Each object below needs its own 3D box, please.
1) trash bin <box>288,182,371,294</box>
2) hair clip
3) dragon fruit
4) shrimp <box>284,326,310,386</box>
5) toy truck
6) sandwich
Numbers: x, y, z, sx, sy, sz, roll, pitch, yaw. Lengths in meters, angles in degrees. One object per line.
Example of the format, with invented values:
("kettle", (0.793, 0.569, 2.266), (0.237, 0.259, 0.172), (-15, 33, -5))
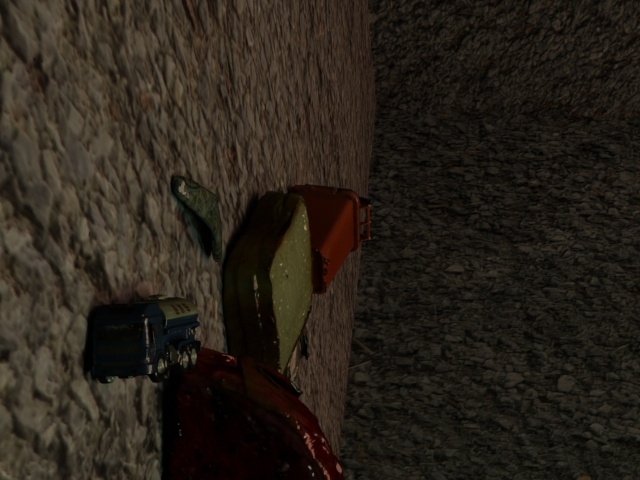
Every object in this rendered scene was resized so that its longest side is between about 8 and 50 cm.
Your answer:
("trash bin", (0.000, 0.000, 1.764), (0.239, 0.184, 0.161), (-66, 158, -52))
("hair clip", (-0.157, -0.031, 1.139), (0.229, 0.036, 0.066), (74, 15, -67))
("dragon fruit", (-0.129, 0.275, 1.175), (0.302, 0.240, 0.330), (65, -10, -8))
("shrimp", (-0.061, 0.268, 1.891), (0.152, 0.046, 0.219), (59, 35, -70))
("toy truck", (-0.181, 0.104, 0.905), (0.201, 0.074, 0.088), (14, 75, -82))
("sandwich", (-0.087, 0.081, 1.457), (0.301, 0.099, 0.271), (-67, 154, -58))
